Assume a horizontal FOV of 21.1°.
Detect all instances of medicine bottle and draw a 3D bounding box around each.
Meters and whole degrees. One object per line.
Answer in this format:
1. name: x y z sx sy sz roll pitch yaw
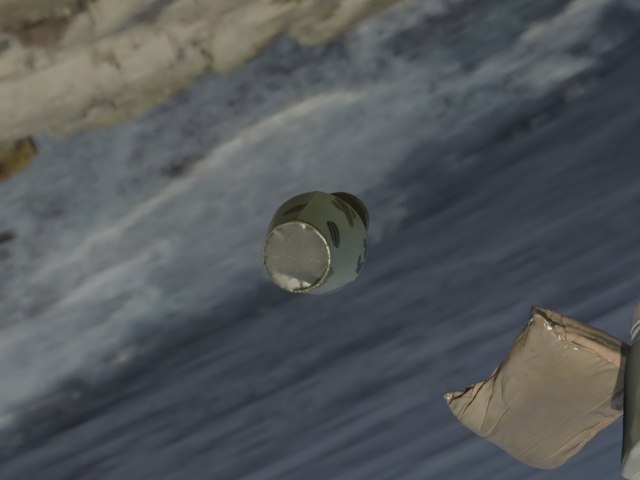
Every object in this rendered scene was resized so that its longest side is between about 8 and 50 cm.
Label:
1. medicine bottle: 0.333 0.141 1.668 0.069 0.183 0.119 12 139 -2

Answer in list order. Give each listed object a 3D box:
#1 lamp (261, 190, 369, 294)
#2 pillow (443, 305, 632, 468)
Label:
1. lamp: 0.000 0.000 1.980 0.121 0.121 0.215 -29 -177 16
2. pillow: 0.250 0.167 1.891 0.173 0.067 0.270 23 145 -10
